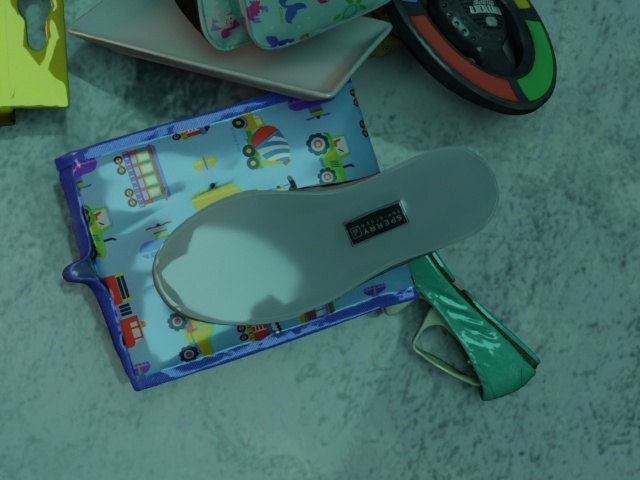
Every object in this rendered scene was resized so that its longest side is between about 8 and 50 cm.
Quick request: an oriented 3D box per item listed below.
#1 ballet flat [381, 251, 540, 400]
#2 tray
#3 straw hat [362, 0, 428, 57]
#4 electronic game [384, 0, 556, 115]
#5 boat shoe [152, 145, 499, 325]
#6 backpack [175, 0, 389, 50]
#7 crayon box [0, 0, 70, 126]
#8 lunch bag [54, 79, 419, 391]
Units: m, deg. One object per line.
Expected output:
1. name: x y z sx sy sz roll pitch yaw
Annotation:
1. ballet flat: 0.111 0.063 1.235 0.087 0.083 0.247 -42 94 -2
2. tray: -0.083 -0.187 1.155 0.270 0.030 0.145 16 42 19
3. straw hat: 0.057 -0.222 1.253 0.061 0.144 0.144 -39 95 26
4. electronic game: 0.146 -0.221 1.230 0.229 0.048 0.229 25 46 -28
5. boat shoe: -0.001 -0.004 1.058 0.306 0.105 0.113 -24 89 -21
6. backpack: -0.011 -0.298 1.076 0.254 0.191 0.225 -25 132 -16
7. crayon box: -0.396 -0.203 1.145 0.319 0.081 0.202 -3 86 -12
8. lunch bag: -0.090 -0.004 1.140 0.293 0.138 0.220 -17 89 -25
